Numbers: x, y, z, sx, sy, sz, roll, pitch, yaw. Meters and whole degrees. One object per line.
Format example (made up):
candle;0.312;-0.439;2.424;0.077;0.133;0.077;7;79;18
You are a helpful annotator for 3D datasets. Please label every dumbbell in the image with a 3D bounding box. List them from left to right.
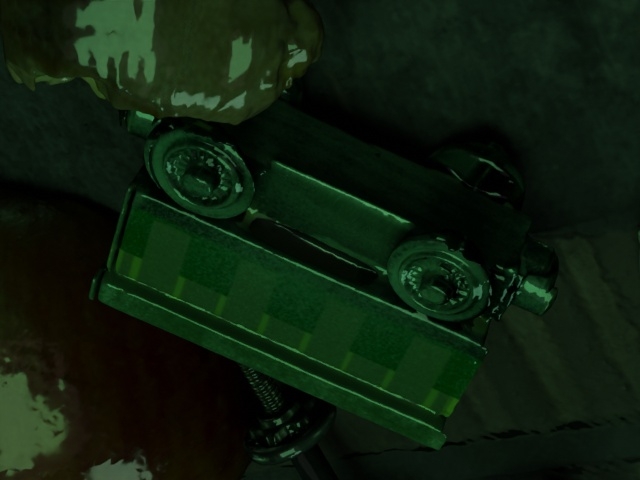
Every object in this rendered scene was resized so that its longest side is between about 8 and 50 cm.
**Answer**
dumbbell;0.002;0.188;1.083;0.110;0.110;0.255;-18;112;31

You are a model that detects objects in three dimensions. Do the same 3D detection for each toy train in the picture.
toy train;0.000;0.000;0.920;0.300;0.120;0.202;23;134;1

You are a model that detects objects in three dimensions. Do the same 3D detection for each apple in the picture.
apple;-0.187;0.122;1.080;0.179;0.254;0.346;37;148;50

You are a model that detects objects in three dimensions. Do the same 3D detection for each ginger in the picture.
ginger;-0.078;-0.181;0.776;0.221;0.130;0.275;46;120;-2

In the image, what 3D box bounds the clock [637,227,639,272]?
clock;0.284;0.063;0.841;0.236;0.053;0.236;54;163;24
